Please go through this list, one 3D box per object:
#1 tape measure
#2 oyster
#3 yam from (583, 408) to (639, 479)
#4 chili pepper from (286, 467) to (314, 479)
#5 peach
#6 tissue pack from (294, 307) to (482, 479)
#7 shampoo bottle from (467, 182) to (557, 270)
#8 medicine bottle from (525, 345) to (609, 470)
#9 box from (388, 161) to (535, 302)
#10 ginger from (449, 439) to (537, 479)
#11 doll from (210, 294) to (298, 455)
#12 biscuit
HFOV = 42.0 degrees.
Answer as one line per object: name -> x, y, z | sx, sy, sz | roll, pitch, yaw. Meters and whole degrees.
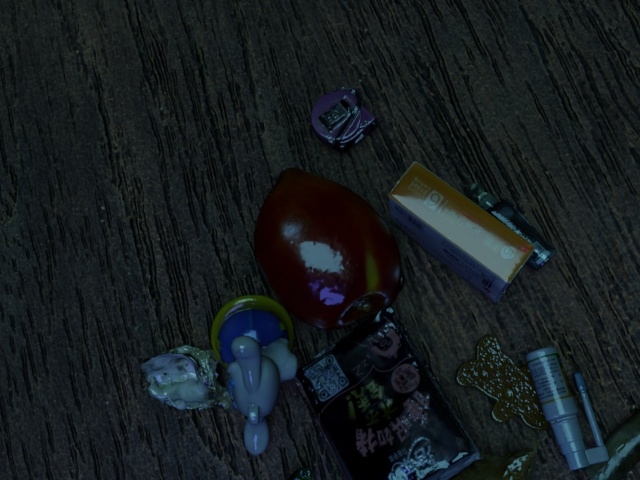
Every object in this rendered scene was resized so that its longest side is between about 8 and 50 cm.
tape measure -> 0.044, -0.249, 1.702 | 0.125, 0.074, 0.118 | -42, 76, -3
oyster -> -0.256, 0.279, 1.660 | 0.191, 0.081, 0.163 | 46, 113, -2
yam -> 0.607, 0.329, 1.521 | 0.317, 0.067, 0.071 | -45, 47, 0
chili pepper -> -0.014, 0.569, 1.555 | 0.065, 0.122, 0.279 | -11, 71, -34
peach -> 0.000, 0.000, 1.599 | 0.257, 0.201, 0.362 | -28, 77, 3
tissue pack -> 0.114, 0.324, 1.539 | 0.245, 0.123, 0.332 | -35, 59, 6
shampoo bottle -> 0.367, -0.033, 1.623 | 0.057, 0.063, 0.208 | -41, 76, -12
medicine bottle -> 0.452, 0.303, 1.526 | 0.092, 0.061, 0.221 | -13, 72, -4
box -> 0.255, -0.009, 1.556 | 0.274, 0.221, 0.091 | 38, 83, 11
ginger -> 0.294, 0.465, 1.514 | 0.219, 0.123, 0.270 | 38, 81, 29
doll -> -0.110, 0.250, 1.590 | 0.159, 0.242, 0.311 | -11, 118, -18
biscuit -> 0.360, 0.283, 1.580 | 0.205, 0.031, 0.138 | 36, 75, 12
